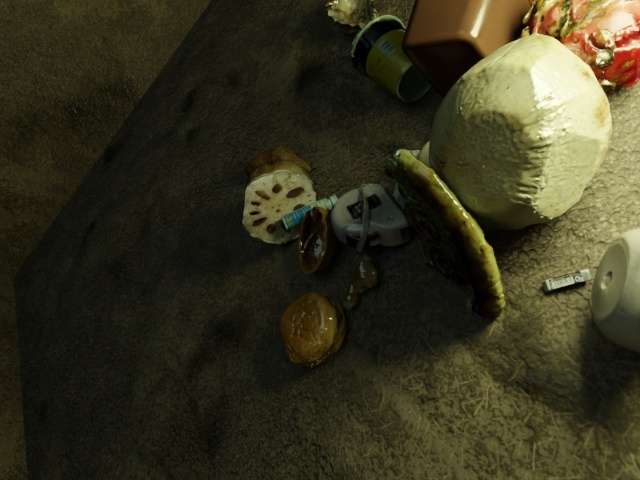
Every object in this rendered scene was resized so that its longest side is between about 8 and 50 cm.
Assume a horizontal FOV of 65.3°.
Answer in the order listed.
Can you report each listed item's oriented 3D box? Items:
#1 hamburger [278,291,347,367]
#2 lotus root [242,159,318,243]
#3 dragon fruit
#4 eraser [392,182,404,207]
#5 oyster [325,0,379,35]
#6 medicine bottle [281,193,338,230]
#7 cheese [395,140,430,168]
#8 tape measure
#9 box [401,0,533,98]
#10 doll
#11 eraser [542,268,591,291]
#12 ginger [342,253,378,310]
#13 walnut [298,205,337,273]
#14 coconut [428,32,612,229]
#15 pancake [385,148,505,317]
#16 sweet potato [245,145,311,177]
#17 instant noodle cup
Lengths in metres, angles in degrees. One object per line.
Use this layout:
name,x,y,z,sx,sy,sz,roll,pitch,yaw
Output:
hamburger,-0.021,0.250,1.433,0.213,0.108,0.214,-21,58,38
lotus root,-0.150,-0.145,1.673,0.272,0.272,0.192,-45,35,14
dragon fruit,0.602,-0.466,1.153,0.290,0.250,0.269,21,85,30
eraser,0.283,-0.082,1.341,0.213,0.091,0.046,-121,35,-42
oyster,0.156,-0.830,1.831,0.197,0.133,0.337,-43,48,12
medicine bottle,-0.032,-0.091,1.606,0.190,0.051,0.051,-23,50,0
cheese,0.309,-0.213,1.406,0.248,0.070,0.164,-11,60,37
tape measure,0.129,-0.066,1.430,0.197,0.120,0.236,-23,47,-4
box,0.397,-0.531,1.311,0.239,0.339,0.230,14,80,44
doll,0.628,0.091,0.905,0.221,0.220,0.251,32,113,46
eraser,0.533,0.088,1.083,0.099,0.019,0.027,-23,68,31
ginger,0.117,0.121,1.406,0.096,0.067,0.166,17,93,45
walnut,0.001,0.002,1.543,0.167,0.086,0.212,20,102,56
coconut,0.436,-0.234,1.083,0.344,0.415,0.416,33,91,24
pancake,0.270,-0.012,1.131,0.066,0.427,0.304,-36,28,-12
sweet potato,-0.159,-0.293,1.855,0.341,0.092,0.114,1,94,42
instant noodle cup,0.239,-0.561,1.576,0.215,0.215,0.236,-44,53,15
